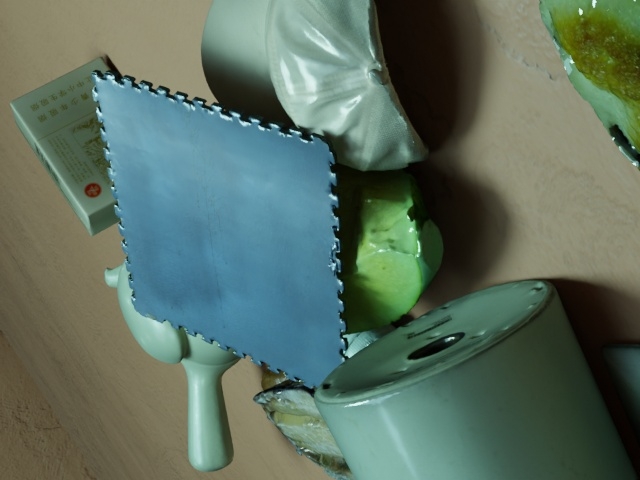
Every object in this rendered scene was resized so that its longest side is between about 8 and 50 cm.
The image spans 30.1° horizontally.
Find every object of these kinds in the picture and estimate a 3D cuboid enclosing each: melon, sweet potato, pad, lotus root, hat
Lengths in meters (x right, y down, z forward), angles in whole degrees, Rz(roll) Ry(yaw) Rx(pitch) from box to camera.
[{"bbox_3d":[0.000,0.000,1.069,0.323,0.124,0.196,7,93,45],"label":"melon"},{"bbox_3d":[-0.037,0.168,1.435,0.049,0.049,0.117,62,156,0],"label":"sweet potato"},{"bbox_3d":[-0.087,-0.004,1.037,0.269,0.012,0.270,21,131,31],"label":"pad"},{"bbox_3d":[0.025,0.201,1.312,0.167,0.078,0.329,51,161,-9],"label":"lotus root"},{"bbox_3d":[-0.024,-0.143,0.961,0.225,0.164,0.220,-8,111,28],"label":"hat"}]

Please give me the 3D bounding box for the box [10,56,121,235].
[{"bbox_3d":[-0.285,-0.122,1.515,0.201,0.141,0.058,51,160,20],"label":"box"}]

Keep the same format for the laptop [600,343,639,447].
[{"bbox_3d":[0.302,0.192,0.831,0.187,0.015,0.269,-10,106,65],"label":"laptop"}]

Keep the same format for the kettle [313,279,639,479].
[{"bbox_3d":[0.142,0.215,0.953,0.318,0.205,0.265,62,153,-6],"label":"kettle"}]

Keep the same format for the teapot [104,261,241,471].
[{"bbox_3d":[-0.150,0.119,1.485,0.318,0.149,0.220,62,157,5],"label":"teapot"}]

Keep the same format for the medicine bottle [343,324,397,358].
[{"bbox_3d":[-0.003,0.060,1.212,0.229,0.083,0.121,44,135,38],"label":"medicine bottle"}]

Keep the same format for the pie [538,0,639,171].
[{"bbox_3d":[0.222,-0.104,0.611,0.257,0.105,0.274,57,162,-25],"label":"pie"}]
